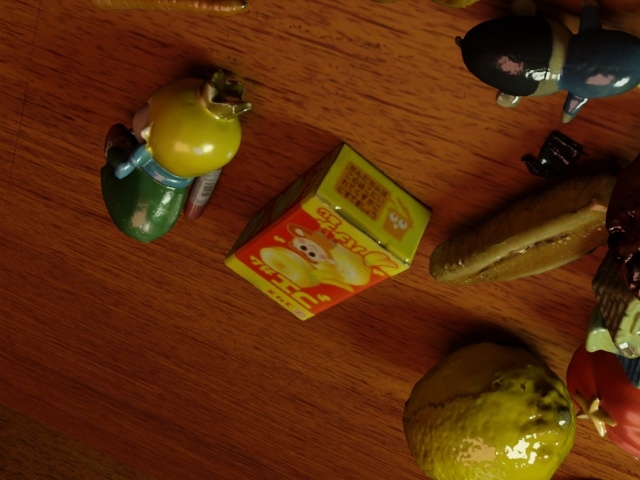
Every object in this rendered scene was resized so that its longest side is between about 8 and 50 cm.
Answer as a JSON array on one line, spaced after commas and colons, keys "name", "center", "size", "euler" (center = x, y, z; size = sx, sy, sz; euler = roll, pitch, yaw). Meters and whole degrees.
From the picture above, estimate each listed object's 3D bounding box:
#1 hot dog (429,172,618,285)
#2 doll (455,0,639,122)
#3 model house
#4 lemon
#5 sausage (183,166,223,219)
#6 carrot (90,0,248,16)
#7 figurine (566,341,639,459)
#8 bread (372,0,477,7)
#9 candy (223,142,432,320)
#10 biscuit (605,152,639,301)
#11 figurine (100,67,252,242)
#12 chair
[{"name": "hot dog", "center": [0.216, -0.007, 0.882], "size": [0.083, 0.068, 0.289], "euler": [25, 156, -21]}, {"name": "doll", "center": [0.198, -0.147, 0.684], "size": [0.179, 0.089, 0.102], "euler": [11, 105, 9]}, {"name": "model house", "center": [0.353, 0.094, 0.817], "size": [0.189, 0.195, 0.214], "euler": [23, 147, 25]}, {"name": "lemon", "center": [0.221, 0.238, 1.114], "size": [0.204, 0.204, 0.260], "euler": [42, 147, -20]}, {"name": "sausage", "center": [-0.153, -0.079, 1.117], "size": [0.029, 0.029, 0.223], "euler": [31, 149, -4]}, {"name": "carrot", "center": [-0.160, -0.250, 0.868], "size": [0.190, 0.037, 0.037], "euler": [12, 145, 24]}, {"name": "figurine", "center": [0.416, 0.217, 0.969], "size": [0.257, 0.181, 0.208], "euler": [51, -178, -30]}, {"name": "bread", "center": [-0.014, -0.271, 0.673], "size": [0.344, 0.084, 0.124], "euler": [19, 126, 17]}, {"name": "candy", "center": [0.000, 0.000, 1.052], "size": [0.146, 0.088, 0.276], "euler": [35, 148, -12]}, {"name": "biscuit", "center": [0.333, -0.013, 0.688], "size": [0.192, 0.192, 0.049], "euler": [13, 179, 25]}, {"name": "figurine", "center": [-0.176, -0.127, 1.000], "size": [0.127, 0.185, 0.234], "euler": [11, 130, -25]}, {"name": "chair", "center": [0.225, -0.080, 0.808], "size": [0.037, 0.042, 0.086], "euler": [33, -175, -5]}]
